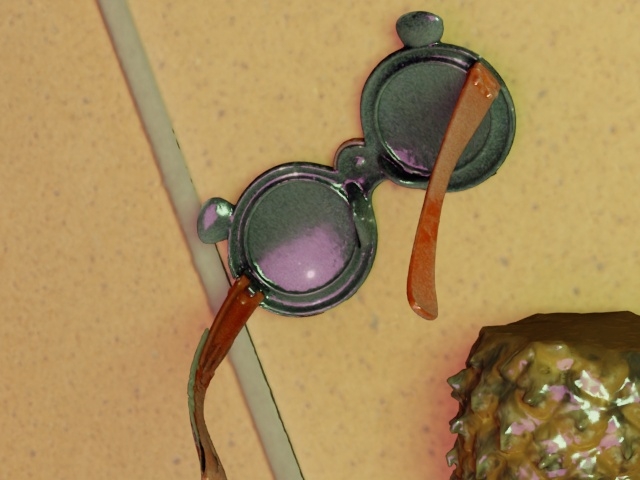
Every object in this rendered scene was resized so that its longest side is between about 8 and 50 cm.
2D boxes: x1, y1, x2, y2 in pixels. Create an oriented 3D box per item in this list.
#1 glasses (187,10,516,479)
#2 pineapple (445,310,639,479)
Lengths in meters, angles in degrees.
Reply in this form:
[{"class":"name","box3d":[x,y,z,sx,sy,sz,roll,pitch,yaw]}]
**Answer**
[{"class":"glasses","box3d":[0.000,0.000,0.987,0.234,0.268,0.118,-40,98,25]},{"class":"pineapple","box3d":[0.149,0.224,1.002,0.165,0.165,0.365,6,103,27]}]
